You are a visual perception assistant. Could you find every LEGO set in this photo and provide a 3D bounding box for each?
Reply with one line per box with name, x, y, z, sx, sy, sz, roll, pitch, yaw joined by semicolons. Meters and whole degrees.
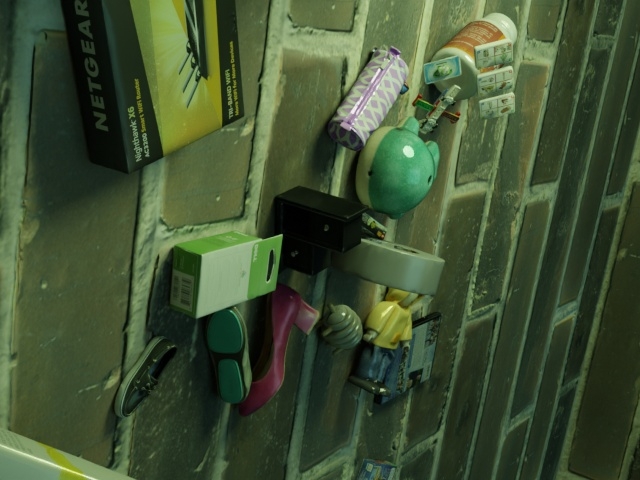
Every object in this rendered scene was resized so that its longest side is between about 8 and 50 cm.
LEGO set;0.274;-0.316;1.902;0.244;0.060;0.182;-15;134;-1

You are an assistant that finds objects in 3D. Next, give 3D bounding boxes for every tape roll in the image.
tape roll;0.130;0.043;1.812;0.219;0.219;0.072;7;100;-58

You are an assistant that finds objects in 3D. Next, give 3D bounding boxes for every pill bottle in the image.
pill bottle;0.338;-0.406;2.000;0.216;0.121;0.121;-46;140;-36

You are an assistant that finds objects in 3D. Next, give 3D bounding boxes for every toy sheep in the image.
toy sheep;0.040;0.176;1.872;0.091;0.091;0.132;-53;138;-27

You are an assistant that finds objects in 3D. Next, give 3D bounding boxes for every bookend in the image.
bookend;0.000;0.000;1.651;0.072;0.156;0.157;-29;129;-48

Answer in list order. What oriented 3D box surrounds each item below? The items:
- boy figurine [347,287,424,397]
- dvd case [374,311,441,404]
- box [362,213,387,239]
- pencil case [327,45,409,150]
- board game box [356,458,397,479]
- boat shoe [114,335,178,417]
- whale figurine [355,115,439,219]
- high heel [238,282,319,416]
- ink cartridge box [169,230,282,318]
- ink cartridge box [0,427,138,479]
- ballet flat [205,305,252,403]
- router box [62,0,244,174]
boy figurine;0.161;0.203;2.062;0.177;0.092;0.285;29;83;-51
dvd case;0.216;0.283;2.252;0.253;0.022;0.180;-13;115;-54
box;0.059;-0.041;1.780;0.137;0.094;0.027;31;79;-57
pencil case;0.092;-0.265;1.723;0.206;0.086;0.088;-60;-179;-20
board game box;0.115;0.638;2.259;0.136;0.035;0.201;28;81;-58
boat shoe;-0.273;0.216;1.448;0.142;0.040;0.049;-62;147;-16
whale figurine;0.186;-0.142;1.879;0.272;0.141;0.216;-10;113;-55
high heel;-0.106;0.199;1.688;0.117;0.082;0.244;37;86;-28
ink cartridge box;-0.154;0.048;1.526;0.209;0.062;0.109;-16;119;-53
ink cartridge box;-0.357;0.402;1.133;0.384;0.160;0.279;29;79;-22
ballet flat;-0.157;0.187;1.604;0.068;0.072;0.213;-73;164;-59
router box;-0.219;-0.278;1.247;0.243;0.081;0.309;-36;133;-43
